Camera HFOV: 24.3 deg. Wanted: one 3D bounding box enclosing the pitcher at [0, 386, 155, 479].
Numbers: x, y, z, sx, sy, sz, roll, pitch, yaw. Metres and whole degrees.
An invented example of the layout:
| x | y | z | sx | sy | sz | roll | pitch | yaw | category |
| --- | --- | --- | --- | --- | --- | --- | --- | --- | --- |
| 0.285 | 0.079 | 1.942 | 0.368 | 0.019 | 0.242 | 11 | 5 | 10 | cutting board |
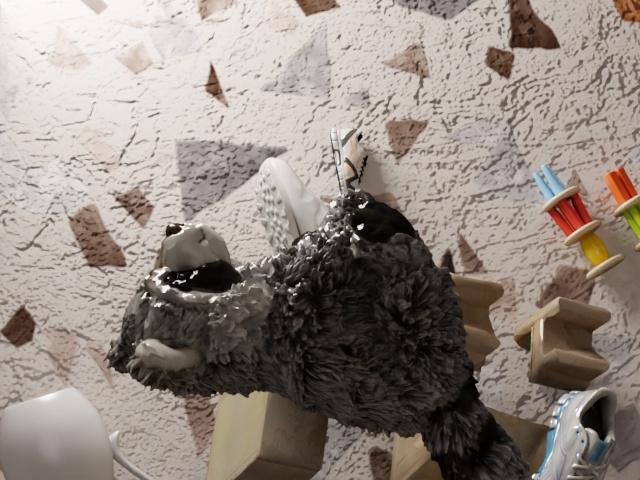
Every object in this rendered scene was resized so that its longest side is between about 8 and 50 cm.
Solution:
| x | y | z | sx | sy | sz | roll | pitch | yaw | category |
| --- | --- | --- | --- | --- | --- | --- | --- | --- | --- |
| -0.270 | 0.272 | 1.719 | 0.178 | 0.125 | 0.207 | -17 | 87 | -24 | pitcher |

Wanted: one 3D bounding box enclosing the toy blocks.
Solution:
| x | y | z | sx | sy | sz | roll | pitch | yaw | category |
| --- | --- | --- | --- | --- | --- | --- | --- | --- | --- |
| 0.338 | -0.044 | 1.809 | 0.123 | 0.054 | 0.148 | -30 | 77 | -5 | toy blocks |

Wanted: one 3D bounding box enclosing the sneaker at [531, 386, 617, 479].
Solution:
| x | y | z | sx | sy | sz | roll | pitch | yaw | category |
| --- | --- | --- | --- | --- | --- | --- | --- | --- | --- |
| 0.267 | 0.235 | 1.542 | 0.071 | 0.083 | 0.191 | 20 | 65 | -12 | sneaker |

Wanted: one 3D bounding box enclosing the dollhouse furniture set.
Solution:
| x | y | z | sx | sy | sz | roll | pitch | yaw | category |
| --- | --- | --- | --- | --- | --- | --- | --- | --- | --- |
| 0.094 | 0.242 | 1.671 | 0.394 | 0.256 | 0.362 | 14 | 65 | -13 | dollhouse furniture set |

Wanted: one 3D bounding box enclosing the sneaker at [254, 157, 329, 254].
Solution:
| x | y | z | sx | sy | sz | roll | pitch | yaw | category |
| --- | --- | --- | --- | --- | --- | --- | --- | --- | --- |
| 0.000 | 0.000 | 1.798 | 0.095 | 0.090 | 0.235 | -24 | 80 | -19 | sneaker |

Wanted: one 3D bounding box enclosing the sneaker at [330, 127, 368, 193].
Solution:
| x | y | z | sx | sy | sz | roll | pitch | yaw | category |
| --- | --- | --- | --- | --- | --- | --- | --- | --- | --- |
| 0.040 | -0.090 | 1.832 | 0.043 | 0.040 | 0.109 | -8 | 77 | -3 | sneaker |

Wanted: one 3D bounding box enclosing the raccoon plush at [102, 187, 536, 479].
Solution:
| x | y | z | sx | sy | sz | roll | pitch | yaw | category |
| --- | --- | --- | --- | --- | --- | --- | --- | --- | --- |
| 0.004 | 0.159 | 1.425 | 0.299 | 0.216 | 0.446 | -33 | 82 | -20 | raccoon plush |
